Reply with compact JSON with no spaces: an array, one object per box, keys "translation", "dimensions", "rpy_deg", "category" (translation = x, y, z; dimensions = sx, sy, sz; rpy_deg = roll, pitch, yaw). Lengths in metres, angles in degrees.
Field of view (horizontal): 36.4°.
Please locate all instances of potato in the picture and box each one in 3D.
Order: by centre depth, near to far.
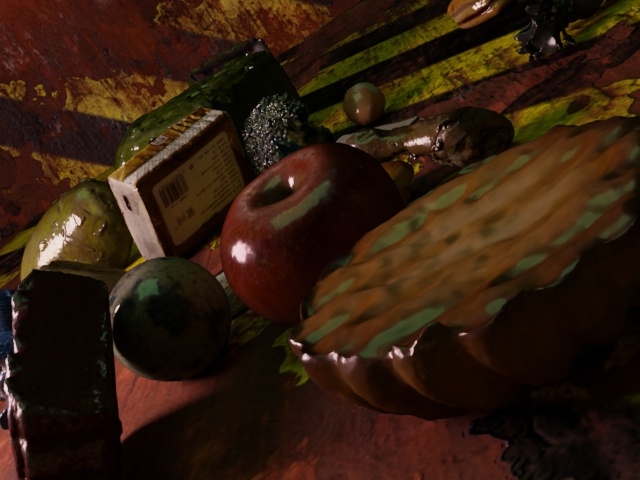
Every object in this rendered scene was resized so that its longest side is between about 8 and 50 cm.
[{"translation":[-0.454,0.020,1.821],"dimensions":[0.298,0.176,0.141],"rpy_deg":[-55,4,18],"category":"potato"}]

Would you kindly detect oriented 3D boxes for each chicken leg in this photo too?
[{"translation":[0.122,-0.119,1.126],"dimensions":[0.198,0.069,0.085],"rpy_deg":[-2,28,21],"category":"chicken leg"}]

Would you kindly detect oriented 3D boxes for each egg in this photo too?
[{"translation":[-0.174,0.089,1.099],"dimensions":[0.141,0.141,0.182],"rpy_deg":[-39,8,-15],"category":"egg"},{"translation":[0.073,-0.226,1.621],"dimensions":[0.071,0.071,0.083],"rpy_deg":[-32,19,8],"category":"egg"}]

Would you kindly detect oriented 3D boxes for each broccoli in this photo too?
[{"translation":[-0.051,-0.168,1.614],"dimensions":[0.160,0.167,0.154],"rpy_deg":[0,23,-15],"category":"broccoli"}]

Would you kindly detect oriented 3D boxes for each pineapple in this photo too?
[{"translation":[0.356,-0.349,1.379],"dimensions":[0.125,0.125,0.251],"rpy_deg":[-10,40,56],"category":"pineapple"}]

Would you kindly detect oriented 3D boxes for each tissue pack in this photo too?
[{"translation":[-0.220,-0.088,1.608],"dimensions":[0.092,0.183,0.226],"rpy_deg":[17,48,34],"category":"tissue pack"}]

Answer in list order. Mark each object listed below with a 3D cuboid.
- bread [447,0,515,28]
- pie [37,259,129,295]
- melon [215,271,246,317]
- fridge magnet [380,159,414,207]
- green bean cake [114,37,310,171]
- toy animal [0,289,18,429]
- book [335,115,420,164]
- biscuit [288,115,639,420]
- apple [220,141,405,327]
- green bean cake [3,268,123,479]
[{"translation":[0.333,-0.475,1.825],"dimensions":[0.200,0.077,0.116],"rpy_deg":[-43,10,-29],"category":"bread"},{"translation":[-0.336,0.066,1.488],"dimensions":[0.185,0.052,0.218],"rpy_deg":[8,-1,-10],"category":"pie"},{"translation":[-0.062,0.033,1.217],"dimensions":[0.182,0.054,0.098],"rpy_deg":[-32,1,8],"category":"melon"},{"translation":[0.052,-0.046,1.163],"dimensions":[0.143,0.063,0.143],"rpy_deg":[-30,16,9],"category":"fridge magnet"},{"translation":[-0.223,-0.217,1.924],"dimensions":[0.335,0.218,0.319],"rpy_deg":[-22,20,42],"category":"green bean cake"},{"translation":[-0.419,0.148,1.383],"dimensions":[0.255,0.239,0.176],"rpy_deg":[6,-54,-46],"category":"toy animal"},{"translation":[0.004,-0.083,1.424],"dimensions":[0.289,0.026,0.201],"rpy_deg":[-43,18,-27],"category":"book"},{"translation":[0.132,0.023,0.736],"dimensions":[0.326,0.107,0.325],"rpy_deg":[-28,17,9],"category":"biscuit"},{"translation":[0.000,0.000,0.979],"dimensions":[0.201,0.162,0.201],"rpy_deg":[-29,29,17],"category":"apple"},{"translation":[-0.245,0.149,0.940],"dimensions":[0.097,0.198,0.232],"rpy_deg":[-5,15,-11],"category":"green bean cake"}]
